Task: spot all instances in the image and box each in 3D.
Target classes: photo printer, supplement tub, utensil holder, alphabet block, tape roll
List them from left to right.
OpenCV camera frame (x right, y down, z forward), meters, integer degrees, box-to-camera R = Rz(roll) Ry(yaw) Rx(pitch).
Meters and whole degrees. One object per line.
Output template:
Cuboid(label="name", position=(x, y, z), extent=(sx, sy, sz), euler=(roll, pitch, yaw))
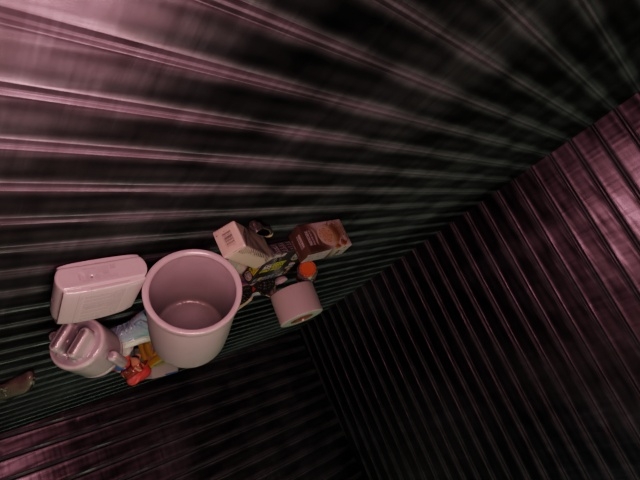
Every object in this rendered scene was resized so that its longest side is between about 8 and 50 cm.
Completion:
Cuboid(label="photo printer", position=(-0.726, 0.167, 1.353), extent=(0.256, 0.107, 0.307), euler=(-11, 158, -40))
Cuboid(label="alphabet block", position=(-0.797, 0.526, 2.156), extent=(0.193, 0.192, 0.197), euler=(-37, 161, 25))
Cuboid(label="utensil holder", position=(-0.483, 0.267, 1.558), extent=(0.328, 0.327, 0.385), euler=(-16, 154, -29))
Cuboid(label="tape roll", position=(-0.130, 0.347, 2.252), extent=(0.246, 0.169, 0.246), euler=(-20, 162, -7))
Cuboid(label="supplement tub", position=(-0.078, 0.182, 2.311), extent=(0.117, 0.117, 0.190), euler=(-22, 162, -14))

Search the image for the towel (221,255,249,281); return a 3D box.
Cuboid(label="towel", position=(-0.453, 0.171, 1.852), extent=(0.317, 0.053, 0.332), euler=(-29, 163, 8))

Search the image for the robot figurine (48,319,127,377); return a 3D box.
Cuboid(label="robot figurine", position=(-0.917, 0.428, 1.650), extent=(0.353, 0.300, 0.199), euler=(96, 16, -63))

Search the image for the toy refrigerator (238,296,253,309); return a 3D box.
Cuboid(label="toy refrigerator", position=(-0.452, 0.305, 2.098), extent=(0.269, 0.102, 0.094), euler=(-37, -160, 31))

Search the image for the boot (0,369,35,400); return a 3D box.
Cuboid(label="boot", position=(-1.411, 0.661, 1.854), extent=(0.246, 0.083, 0.161), euler=(-33, 156, 15))

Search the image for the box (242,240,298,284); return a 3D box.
Cuboid(label="box", position=(-0.196, 0.090, 1.882), extent=(0.216, 0.060, 0.270), euler=(-47, 161, 30))

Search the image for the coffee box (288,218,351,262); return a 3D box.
Cuboid(label="coffee box", position=(0.000, 0.000, 1.856), extent=(0.246, 0.141, 0.098), euler=(-12, 158, -40))

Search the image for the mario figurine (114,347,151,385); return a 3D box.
Cuboid(label="mario figurine", position=(-0.943, 0.556, 1.985), extent=(0.320, 0.198, 0.170), euler=(47, 69, -33))

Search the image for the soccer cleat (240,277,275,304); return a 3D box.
Cuboid(label="soccer cleat", position=(-0.332, 0.214, 1.933), extent=(0.116, 0.108, 0.318), euler=(11, -162, 30))

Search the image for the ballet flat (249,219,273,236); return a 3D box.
Cuboid(label="ballet flat", position=(-0.225, -0.033, 1.588), extent=(0.057, 0.049, 0.173), euler=(-28, 163, 10))

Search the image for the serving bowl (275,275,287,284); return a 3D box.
Cuboid(label="serving bowl", position=(-0.230, 0.222, 2.356), extent=(0.083, 0.027, 0.083), euler=(-24, 162, -8))

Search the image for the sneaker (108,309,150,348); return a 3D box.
Cuboid(label="sneaker", position=(-0.812, 0.374, 1.863), extent=(0.366, 0.135, 0.150), euler=(-11, 119, -15))

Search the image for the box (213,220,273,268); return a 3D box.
Cuboid(label="box", position=(-0.283, 0.023, 1.567), extent=(0.094, 0.113, 0.275), euler=(-30, 164, 7))

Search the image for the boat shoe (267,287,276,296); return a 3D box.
Cuboid(label="boat shoe", position=(-0.284, 0.218, 2.140), extent=(0.113, 0.103, 0.302), euler=(-27, 163, 3))

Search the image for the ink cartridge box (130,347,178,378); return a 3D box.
Cuboid(label="ink cartridge box", position=(-0.933, 0.665, 2.294), extent=(0.233, 0.168, 0.171), euler=(-14, 170, 31))
